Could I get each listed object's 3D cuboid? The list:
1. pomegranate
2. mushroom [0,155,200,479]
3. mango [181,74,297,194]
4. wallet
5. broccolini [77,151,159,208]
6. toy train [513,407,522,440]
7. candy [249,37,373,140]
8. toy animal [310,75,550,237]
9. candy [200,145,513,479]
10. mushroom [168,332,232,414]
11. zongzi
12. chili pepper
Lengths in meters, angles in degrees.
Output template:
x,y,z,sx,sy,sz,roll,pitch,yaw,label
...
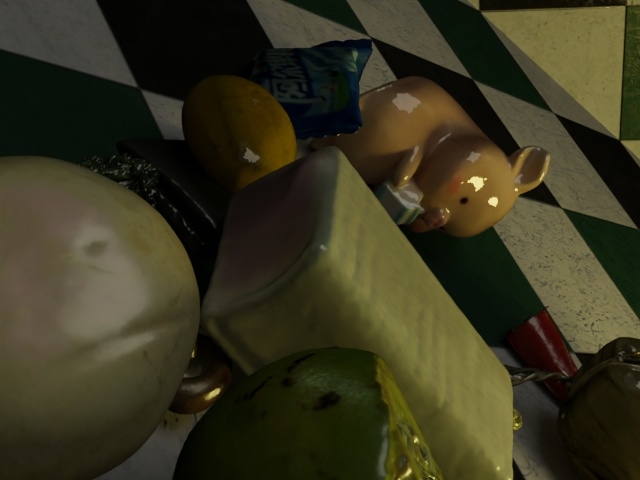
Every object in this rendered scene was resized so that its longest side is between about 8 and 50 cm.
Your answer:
x,y,z,sx,sy,sz,roll,pitch,yaw,label
0.009,0.248,0.807,0.310,0.216,0.358,64,-1,13,pomegranate
-0.208,0.061,0.770,0.246,0.202,0.246,2,66,-5,mushroom
-0.089,-0.107,1.167,0.137,0.098,0.195,36,23,-18,mango
-0.112,-0.050,1.204,0.168,0.052,0.245,47,19,14,wallet
-0.271,-0.038,0.926,0.079,0.074,0.392,45,25,14,broccolini
0.168,0.161,1.296,0.081,0.060,0.202,6,47,-42,toy train
-0.028,-0.192,1.391,0.331,0.187,0.077,-78,160,-58,candy
0.149,-0.110,1.499,0.256,0.195,0.213,50,52,3,toy animal
0.048,0.101,1.041,0.359,0.145,0.208,51,24,-23,candy
-0.122,0.092,0.954,0.088,0.073,0.130,-1,72,-18,mushroom
0.453,0.355,1.281,0.500,0.218,0.467,30,37,-20,zongzi
0.332,0.180,1.505,0.088,0.065,0.169,-25,78,-45,chili pepper
